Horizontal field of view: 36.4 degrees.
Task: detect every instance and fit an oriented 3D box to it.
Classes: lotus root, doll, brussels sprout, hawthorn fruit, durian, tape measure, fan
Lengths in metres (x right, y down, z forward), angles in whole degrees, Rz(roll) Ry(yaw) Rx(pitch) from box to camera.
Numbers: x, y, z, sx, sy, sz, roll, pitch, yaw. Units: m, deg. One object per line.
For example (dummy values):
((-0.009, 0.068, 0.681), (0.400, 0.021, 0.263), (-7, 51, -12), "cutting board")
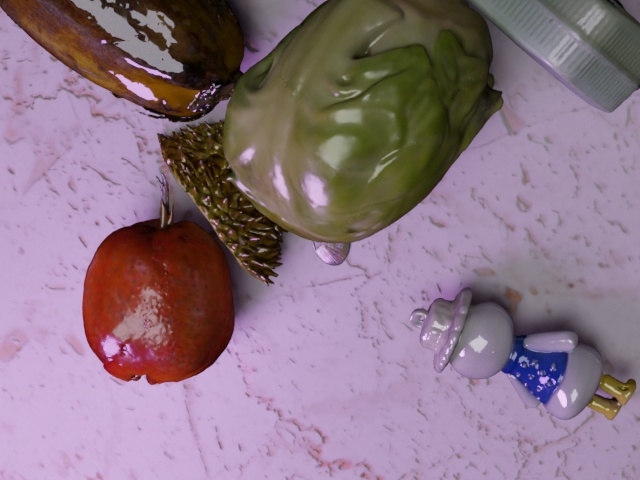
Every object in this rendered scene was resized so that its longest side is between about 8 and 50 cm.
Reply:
((-0.266, -0.295, 1.189), (0.397, 0.179, 0.196), (40, 130, -3), "lotus root")
((0.253, 0.149, 1.248), (0.293, 0.119, 0.138), (21, 132, 3), "doll")
((0.040, -0.136, 1.086), (0.247, 0.328, 0.328), (36, 117, 2), "brussels sprout")
((-0.215, 0.055, 1.313), (0.211, 0.211, 0.298), (10, 103, 14), "hawthorn fruit")
((-0.120, -0.059, 1.302), (0.252, 0.144, 0.139), (48, 155, -12), "durian")
((0.256, -0.252, 1.046), (0.115, 0.207, 0.235), (-51, 52, 21), "tape measure")
((0.008, -0.004, 1.320), (0.080, 0.003, 0.060), (44, 117, -3), "fan")
